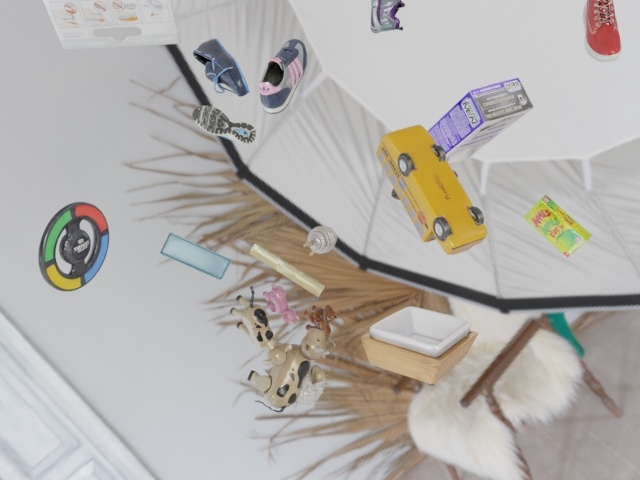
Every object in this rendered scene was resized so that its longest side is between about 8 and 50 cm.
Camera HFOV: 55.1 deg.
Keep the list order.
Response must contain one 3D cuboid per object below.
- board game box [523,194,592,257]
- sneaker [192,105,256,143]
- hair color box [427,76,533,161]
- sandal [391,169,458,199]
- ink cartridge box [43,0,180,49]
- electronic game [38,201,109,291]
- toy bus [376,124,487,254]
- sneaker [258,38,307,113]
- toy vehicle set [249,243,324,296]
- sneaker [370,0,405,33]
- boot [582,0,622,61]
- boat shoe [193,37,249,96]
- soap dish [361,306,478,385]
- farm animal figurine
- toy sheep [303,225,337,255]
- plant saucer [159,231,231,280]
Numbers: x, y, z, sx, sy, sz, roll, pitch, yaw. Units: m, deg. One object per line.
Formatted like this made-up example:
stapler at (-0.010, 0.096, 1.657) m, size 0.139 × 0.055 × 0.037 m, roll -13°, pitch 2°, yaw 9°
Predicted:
board game box at (0.719, -0.044, 1.869) m, size 0.043 × 0.181 × 0.092 m, roll -36°, pitch -15°, yaw -37°
sneaker at (-0.243, -0.277, 1.516) m, size 0.073 × 0.162 × 0.064 m, roll 1°, pitch 69°, yaw 66°
hair color box at (0.435, -0.331, 1.797) m, size 0.185 × 0.110 × 0.339 m, roll -20°, pitch -8°, yaw -25°
sandal at (0.332, -0.191, 1.984) m, size 0.219 × 0.090 × 0.060 m, roll -19°, pitch 56°, yaw 22°
ink cartridge box at (-0.511, -0.642, 1.444) m, size 0.307 × 0.091 × 0.385 m, roll -4°, pitch -36°, yaw -2°
electronic game at (-0.610, 0.016, 1.530) m, size 0.229 × 0.048 × 0.230 m, roll 14°, pitch -90°, yaw -70°
toy bus at (0.255, -0.115, 1.441) m, size 0.108 × 0.333 × 0.130 m, roll -18°, pitch -22°, yaw -19°
sneaker at (-0.122, -0.577, 2.035) m, size 0.131 × 0.112 × 0.319 m, roll 71°, pitch -150°, yaw -57°
toy vehicle set at (-0.108, 0.098, 2.029) m, size 0.035 × 0.266 × 0.166 m, roll -58°, pitch 0°, yaw -1°
sneaker at (0.193, -0.704, 1.756) m, size 0.098 × 0.224 × 0.083 m, roll 1°, pitch -1°, yaw 4°
boot at (0.772, -0.623, 1.676) m, size 0.088 × 0.176 × 0.245 m, roll -6°, pitch 56°, yaw 12°
boat shoe at (-0.273, -0.457, 1.678) m, size 0.089 × 0.109 × 0.258 m, roll -27°, pitch 45°, yaw -11°
soap dish at (0.276, 0.283, 1.684) m, size 0.228 × 0.118 × 0.290 m, roll 12°, pitch 13°, yaw 31°
farm animal figurine at (-0.078, 0.285, 1.565) m, size 0.330 × 0.327 × 0.172 m, roll 7°, pitch 9°, yaw -43°
toy sheep at (0.000, 0.000, 1.819) m, size 0.091 × 0.091 × 0.132 m, roll -34°, pitch -2°, yaw 38°
plant saucer at (-0.343, 0.043, 1.690) m, size 0.067 × 0.192 × 0.018 m, roll -63°, pitch 22°, yaw 1°
